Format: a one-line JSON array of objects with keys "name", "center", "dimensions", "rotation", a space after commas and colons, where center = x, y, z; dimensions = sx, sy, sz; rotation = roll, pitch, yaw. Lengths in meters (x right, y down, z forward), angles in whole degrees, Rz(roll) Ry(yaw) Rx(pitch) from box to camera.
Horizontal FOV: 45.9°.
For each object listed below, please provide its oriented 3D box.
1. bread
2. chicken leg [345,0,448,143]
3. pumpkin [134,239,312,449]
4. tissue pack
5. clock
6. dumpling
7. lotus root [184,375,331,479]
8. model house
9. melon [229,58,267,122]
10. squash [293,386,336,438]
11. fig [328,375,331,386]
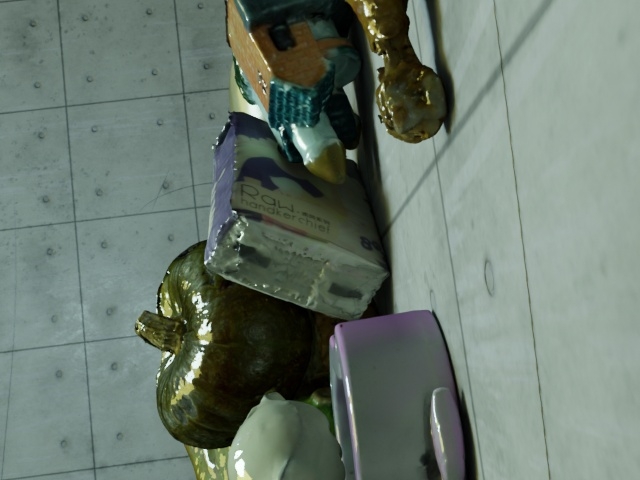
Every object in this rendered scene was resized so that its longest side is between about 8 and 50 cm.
[{"name": "bread", "center": [0.013, 0.113, 1.219], "dimensions": [0.143, 0.139, 0.229], "rotation": [-49, 48, 49]}, {"name": "chicken leg", "center": [0.044, -0.197, 0.592], "dimensions": [0.107, 0.087, 0.251], "rotation": [40, -145, -77]}, {"name": "pumpkin", "center": [-0.142, 0.136, 1.113], "dimensions": [0.232, 0.242, 0.325], "rotation": [-33, 56, 58]}, {"name": "tissue pack", "center": [-0.043, -0.046, 1.124], "dimensions": [0.125, 0.242, 0.343], "rotation": [-59, 21, 25]}, {"name": "clock", "center": [0.078, 0.242, 0.764], "dimensions": [0.338, 0.102, 0.338], "rotation": [173, 90, -87]}, {"name": "dumpling", "center": [-0.021, 0.245, 0.794], "dimensions": [0.155, 0.111, 0.181], "rotation": [55, -148, -19]}, {"name": "lotus root", "center": [-0.128, 0.328, 1.343], "dimensions": [0.390, 0.111, 0.375], "rotation": [-9, 78, 50]}, {"name": "model house", "center": [-0.006, -0.205, 1.058], "dimensions": [0.253, 0.184, 0.291], "rotation": [106, 145, -68]}, {"name": "melon", "center": [-0.079, -0.297, 1.586], "dimensions": [0.223, 0.223, 0.317], "rotation": [-110, 14, -80]}, {"name": "squash", "center": [0.018, 0.363, 1.072], "dimensions": [0.310, 0.310, 0.309], "rotation": [-135, 61, -86]}, {"name": "fig", "center": [-0.006, 0.284, 1.476], "dimensions": [0.233, 0.233, 0.314], "rotation": [86, 174, -47]}]
